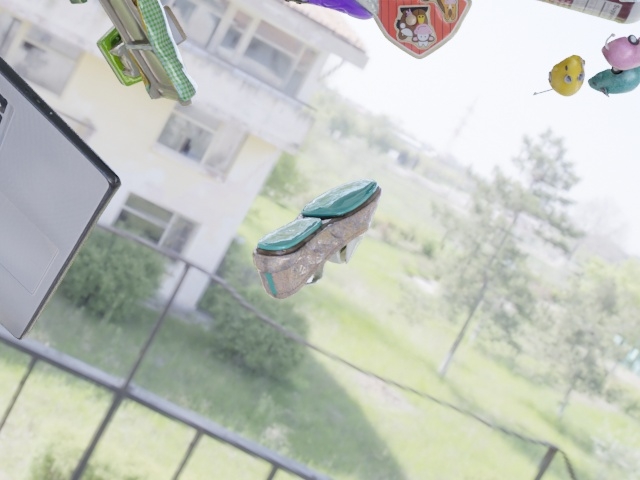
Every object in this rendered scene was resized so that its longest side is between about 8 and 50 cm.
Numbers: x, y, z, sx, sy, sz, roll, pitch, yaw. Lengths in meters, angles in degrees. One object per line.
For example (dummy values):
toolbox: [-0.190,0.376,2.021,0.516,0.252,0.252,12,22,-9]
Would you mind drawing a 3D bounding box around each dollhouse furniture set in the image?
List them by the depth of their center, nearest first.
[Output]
dollhouse furniture set: [-0.219,-0.316,1.357,0.197,0.151,0.301,60,-16,-24]

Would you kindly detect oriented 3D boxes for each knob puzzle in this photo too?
knob puzzle: [0.178,-0.427,1.790,0.213,0.213,0.030,30,18,10]

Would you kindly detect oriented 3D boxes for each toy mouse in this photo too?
toy mouse: [0.327,-0.188,1.085,0.143,0.031,0.161,-7,-15,-7]

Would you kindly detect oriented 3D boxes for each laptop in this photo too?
laptop: [-0.440,-0.050,0.845,0.408,0.236,0.382,45,-36,-2]

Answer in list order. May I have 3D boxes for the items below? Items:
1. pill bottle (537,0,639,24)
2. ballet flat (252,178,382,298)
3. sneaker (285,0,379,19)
pill bottle: [0.430,-0.468,1.542,0.392,0.224,0.224,16,7,7]
ballet flat: [0.000,0.000,1.531,0.108,0.106,0.316,7,26,35]
sneaker: [-0.039,-0.404,1.474,0.293,0.146,0.102,26,50,-43]
